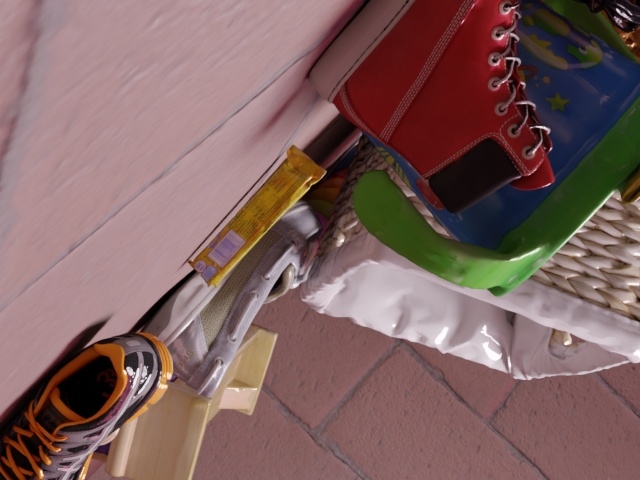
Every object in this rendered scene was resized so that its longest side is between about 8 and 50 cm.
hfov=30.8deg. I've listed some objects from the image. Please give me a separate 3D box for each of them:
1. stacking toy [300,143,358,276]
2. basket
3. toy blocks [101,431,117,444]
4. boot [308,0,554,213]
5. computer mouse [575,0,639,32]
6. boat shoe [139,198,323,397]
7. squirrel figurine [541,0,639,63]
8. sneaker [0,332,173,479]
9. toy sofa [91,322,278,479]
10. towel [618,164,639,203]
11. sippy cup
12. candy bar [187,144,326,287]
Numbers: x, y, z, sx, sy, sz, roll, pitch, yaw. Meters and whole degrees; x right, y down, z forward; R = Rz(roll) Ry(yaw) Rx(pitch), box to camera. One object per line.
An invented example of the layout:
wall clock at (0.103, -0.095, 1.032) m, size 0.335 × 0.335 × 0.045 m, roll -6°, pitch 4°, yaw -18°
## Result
stacking toy at (0.000, 0.000, 1.549) m, size 0.302 × 0.175 × 0.165 m, roll -25°, pitch 159°, yaw -53°
basket at (0.187, -0.017, 1.343) m, size 0.328 × 0.331 × 0.266 m, roll 142°, pitch -34°, yaw -72°
toy blocks at (-0.231, 0.183, 1.345) m, size 0.123 × 0.054 × 0.148 m, roll -45°, pitch 178°, yaw -18°
boot at (0.126, -0.135, 0.777) m, size 0.244 × 0.176 × 0.088 m, roll -50°, pitch 175°, yaw 34°
computer mouse at (0.258, -0.309, 0.906) m, size 0.188 × 0.072 × 0.272 m, roll 2°, pitch 115°, yaw -56°
boat shoe at (-0.080, 0.056, 1.282) m, size 0.118 × 0.103 × 0.320 m, roll -48°, pitch 178°, yaw 35°
squirrel figurine at (0.387, -0.320, 1.399) m, size 0.370 × 0.281 × 0.397 m, roll -53°, pitch 180°, yaw 6°
sneaker at (-0.215, 0.153, 0.934) m, size 0.215 × 0.084 × 0.083 m, roll -50°, pitch 165°, yaw -2°
toy sofa at (-0.203, 0.213, 1.683) m, size 0.362 × 0.177 × 0.150 m, roll -40°, pitch 148°, yaw -73°
towel at (0.277, -0.076, 0.933) m, size 0.102 × 0.021 × 0.237 m, roll -49°, pitch 176°, yaw 14°
sippy cup at (0.146, -0.109, 0.981) m, size 0.240 × 0.224 × 0.305 m, roll -49°, pitch 177°, yaw 17°
candy bar at (-0.063, -0.019, 1.076) m, size 0.161 × 0.040 × 0.018 m, roll -46°, pitch -172°, yaw 16°
